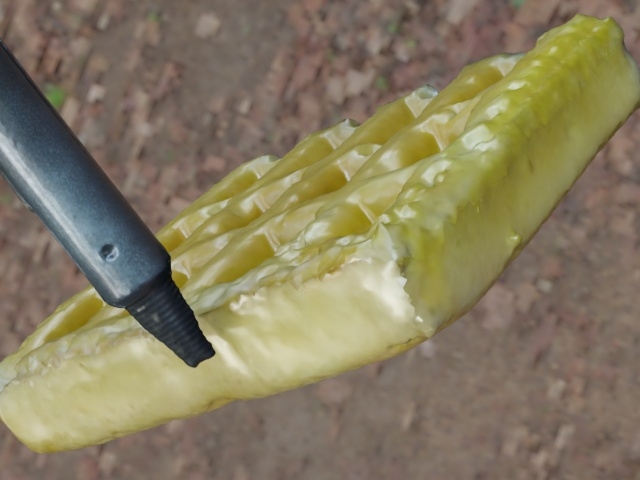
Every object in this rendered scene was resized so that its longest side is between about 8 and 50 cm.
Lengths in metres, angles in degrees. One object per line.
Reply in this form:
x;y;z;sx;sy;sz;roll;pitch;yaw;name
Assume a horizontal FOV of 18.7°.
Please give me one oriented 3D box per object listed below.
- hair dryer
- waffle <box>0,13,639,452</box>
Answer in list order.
-0.106;-0.039;0.731;0.050;0.195;0.173;-34;29;6;hair dryer
0.000;0.000;0.847;0.248;0.055;0.221;-20;16;40;waffle
